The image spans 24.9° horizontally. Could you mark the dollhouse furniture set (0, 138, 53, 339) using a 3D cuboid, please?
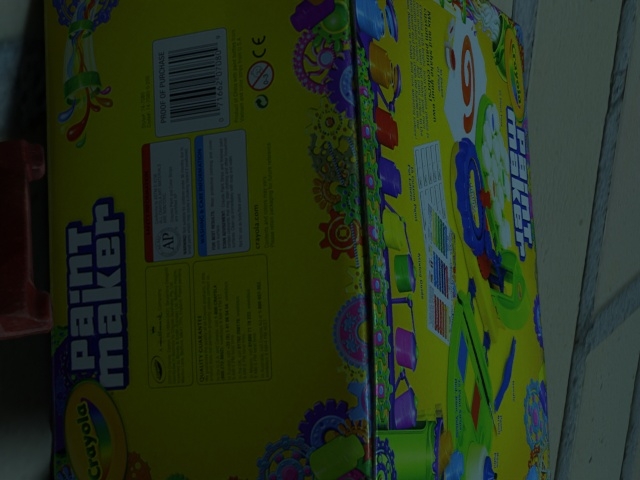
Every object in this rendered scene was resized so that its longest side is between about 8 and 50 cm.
[{"bbox_3d":[-0.164,0.017,0.396,0.374,0.152,0.201,-107,-174,-50],"label":"dollhouse furniture set"}]

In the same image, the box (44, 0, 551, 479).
[{"bbox_3d":[0.000,0.000,0.804,0.279,0.177,0.290,15,70,-63],"label":"box"}]
